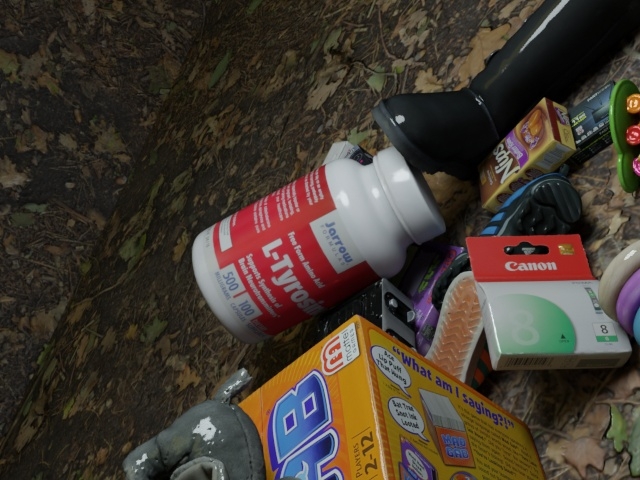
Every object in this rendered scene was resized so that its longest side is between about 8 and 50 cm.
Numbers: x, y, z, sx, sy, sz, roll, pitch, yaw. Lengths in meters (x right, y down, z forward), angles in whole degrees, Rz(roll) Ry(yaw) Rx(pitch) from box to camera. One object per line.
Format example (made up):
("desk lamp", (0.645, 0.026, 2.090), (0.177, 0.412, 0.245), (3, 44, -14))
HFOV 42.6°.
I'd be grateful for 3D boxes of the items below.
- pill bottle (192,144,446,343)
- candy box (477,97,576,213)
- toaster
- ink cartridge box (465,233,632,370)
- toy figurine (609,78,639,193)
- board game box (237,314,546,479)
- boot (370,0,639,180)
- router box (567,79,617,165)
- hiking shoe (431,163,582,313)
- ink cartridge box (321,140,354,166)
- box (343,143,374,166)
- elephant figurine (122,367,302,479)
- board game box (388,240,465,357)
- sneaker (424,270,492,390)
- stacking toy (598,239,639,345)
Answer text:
("pill bottle", (0.000, 0.000, 1.436), (0.408, 0.229, 0.229), (-28, 37, 14))
("candy box", (0.345, -0.138, 1.397), (0.186, 0.053, 0.109), (-51, 26, 42))
("toaster", (0.072, 0.182, 1.369), (0.186, 0.110, 0.168), (-34, 35, 33))
("ink cartridge box", (0.310, 0.071, 1.140), (0.056, 0.181, 0.224), (96, 171, -55))
("toy figurine", (0.516, -0.159, 1.177), (0.159, 0.130, 0.173), (-3, 80, 43))
("board game box", (0.063, 0.388, 1.018), (0.356, 0.356, 0.356), (-40, 33, 25))
("boot", (0.327, -0.300, 1.362), (0.445, 0.367, 0.146), (-41, 72, 22))
("router box", (0.453, -0.194, 1.355), (0.122, 0.038, 0.092), (-38, 33, 28))
("hiking shoe", (0.304, 0.014, 1.329), (0.304, 0.113, 0.132), (-46, 3, 25))
("ink cartridge box", (0.068, -0.134, 1.751), (0.056, 0.135, 0.099), (4, 64, 57))
("box", (0.061, -0.035, 1.634), (0.247, 0.163, 0.142), (-48, 29, 13))
("elephant figurine", (-0.091, 0.291, 0.857), (0.169, 0.186, 0.239), (-19, 32, -26))
("board game box", (0.125, 0.156, 1.474), (0.347, 0.056, 0.208), (-60, 26, -8))
("sneaker", (0.222, 0.189, 1.261), (0.108, 0.121, 0.302), (36, 111, 41))
("stacking toy", (0.462, 0.134, 0.938), (0.141, 0.141, 0.330), (-46, 36, 16))
